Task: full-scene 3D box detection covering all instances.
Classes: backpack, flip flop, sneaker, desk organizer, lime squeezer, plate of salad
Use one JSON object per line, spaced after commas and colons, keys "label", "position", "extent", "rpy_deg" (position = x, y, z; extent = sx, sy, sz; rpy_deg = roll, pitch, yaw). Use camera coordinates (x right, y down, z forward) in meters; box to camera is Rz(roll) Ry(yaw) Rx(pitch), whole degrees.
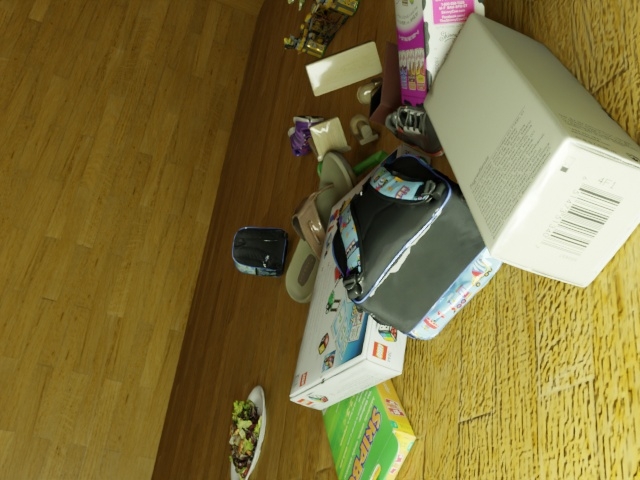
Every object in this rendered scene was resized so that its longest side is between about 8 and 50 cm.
{"label": "backpack", "position": [0.089, -0.003, 0.731], "extent": [0.158, 0.116, 0.173], "rpy_deg": [-51, 23, 11]}
{"label": "flip flop", "position": [-0.012, -0.013, 1.136], "extent": [0.112, 0.080, 0.277], "rpy_deg": [52, 130, 40]}
{"label": "backpack", "position": [-0.131, 0.028, 1.508], "extent": [0.084, 0.114, 0.105], "rpy_deg": [93, -176, -65]}
{"label": "sneaker", "position": [0.123, -0.145, 0.895], "extent": [0.158, 0.064, 0.061], "rpy_deg": [-161, 88, -75]}
{"label": "desk organizer", "position": [0.110, -0.237, 1.065], "extent": [0.047, 0.050, 0.130], "rpy_deg": [131, 151, -56]}
{"label": "sneaker", "position": [-0.031, -0.232, 1.560], "extent": [0.170, 0.068, 0.071], "rpy_deg": [133, 135, -75]}
{"label": "lime squeezer", "position": [0.033, -0.133, 1.217], "extent": [0.310, 0.058, 0.110], "rpy_deg": [-124, 52, -71]}
{"label": "plate of salad", "position": [-0.149, 0.376, 1.339], "extent": [0.200, 0.048, 0.200], "rpy_deg": [-163, 90, -74]}

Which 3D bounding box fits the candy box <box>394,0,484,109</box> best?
{"label": "candy box", "position": [0.132, -0.273, 0.798], "extent": [0.159, 0.071, 0.234], "rpy_deg": [-109, 12, -75]}

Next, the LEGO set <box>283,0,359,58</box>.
{"label": "LEGO set", "position": [-0.030, -0.603, 1.658], "extent": [0.331, 0.192, 0.255], "rpy_deg": [166, 119, -72]}

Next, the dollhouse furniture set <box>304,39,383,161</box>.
{"label": "dollhouse furniture set", "position": [0.032, -0.240, 1.161], "extent": [0.123, 0.144, 0.151], "rpy_deg": [-113, 3, -67]}

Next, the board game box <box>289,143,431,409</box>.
{"label": "board game box", "position": [0.052, 0.047, 0.893], "extent": [0.193, 0.053, 0.306], "rpy_deg": [-40, 30, 53]}

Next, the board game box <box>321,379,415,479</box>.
{"label": "board game box", "position": [0.049, 0.215, 0.840], "extent": [0.259, 0.039, 0.124], "rpy_deg": [-106, 37, -68]}

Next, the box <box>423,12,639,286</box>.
{"label": "box", "position": [0.176, -0.092, 0.609], "extent": [0.275, 0.094, 0.113], "rpy_deg": [-95, 26, -53]}
